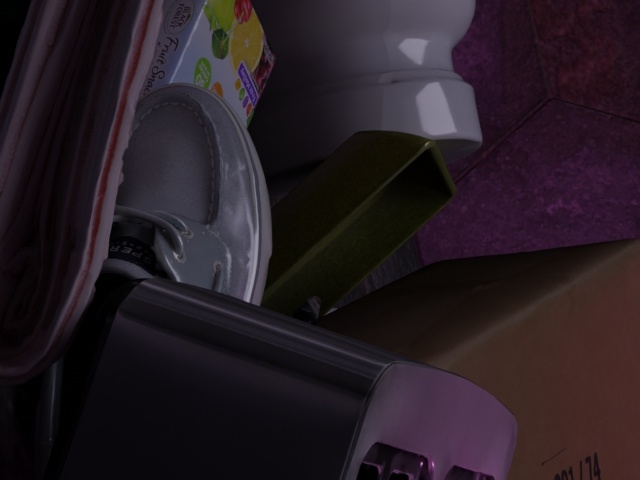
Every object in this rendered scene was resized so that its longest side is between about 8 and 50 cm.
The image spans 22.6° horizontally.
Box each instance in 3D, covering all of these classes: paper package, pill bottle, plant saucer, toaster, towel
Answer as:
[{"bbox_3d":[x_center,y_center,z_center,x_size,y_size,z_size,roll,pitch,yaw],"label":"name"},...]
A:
[{"bbox_3d":[0.097,0.178,0.967,0.325,0.168,0.310,-24,103,-55],"label":"paper package"},{"bbox_3d":[-0.003,-0.226,1.170,0.210,0.210,0.363,31,47,-80],"label":"pill bottle"},{"bbox_3d":[0.000,0.000,1.056,0.045,0.188,0.188,48,1,12],"label":"plant saucer"},{"bbox_3d":[-0.019,0.103,0.556,0.168,0.110,0.186,32,75,-65],"label":"toaster"},{"bbox_3d":[-0.059,-0.155,0.596,0.332,0.053,0.317,-94,-155,-64],"label":"towel"}]

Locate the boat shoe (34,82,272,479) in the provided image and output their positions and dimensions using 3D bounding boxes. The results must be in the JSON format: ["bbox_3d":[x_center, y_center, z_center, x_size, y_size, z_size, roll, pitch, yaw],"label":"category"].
[{"bbox_3d":[-0.069,0.027,0.653,0.081,0.079,0.228,71,22,-64],"label":"boat shoe"}]

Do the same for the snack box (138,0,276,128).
[{"bbox_3d":[-0.073,-0.067,0.833,0.100,0.037,0.141,62,44,-58],"label":"snack box"}]

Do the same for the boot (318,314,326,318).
[{"bbox_3d":[0.025,0.195,1.176,0.269,0.089,0.236,52,37,-72],"label":"boot"}]

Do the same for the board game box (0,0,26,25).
[{"bbox_3d":[-0.186,-0.190,0.375,0.390,0.050,0.390,-81,157,-70],"label":"board game box"}]

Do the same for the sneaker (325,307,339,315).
[{"bbox_3d":[0.006,0.113,1.238,0.053,0.059,0.144,-93,169,-62],"label":"sneaker"}]
